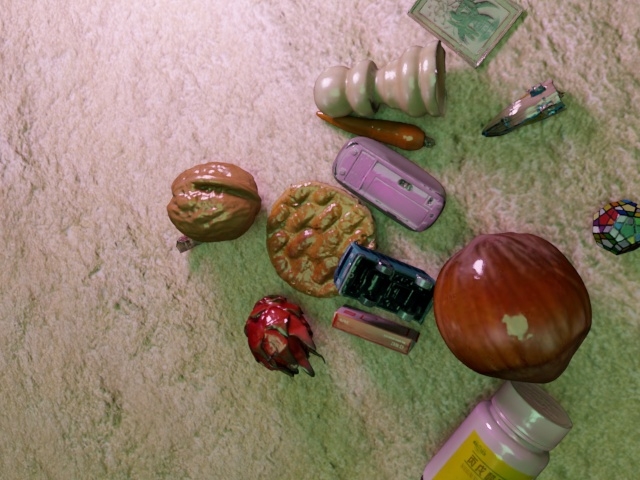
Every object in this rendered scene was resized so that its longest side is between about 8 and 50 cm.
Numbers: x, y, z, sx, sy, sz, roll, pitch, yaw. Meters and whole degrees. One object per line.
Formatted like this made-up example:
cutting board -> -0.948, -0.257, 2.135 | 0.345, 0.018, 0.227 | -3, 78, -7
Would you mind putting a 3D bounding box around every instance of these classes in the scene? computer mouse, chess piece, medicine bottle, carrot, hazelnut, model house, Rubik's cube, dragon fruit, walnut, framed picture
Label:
computer mouse -> 0.179, -0.147, 1.433 | 0.310, 0.072, 0.158 | 33, 114, 3
chess piece -> 0.141, -0.386, 1.364 | 0.331, 0.182, 0.182 | 0, 99, 22
medicine bottle -> 0.448, 0.547, 1.405 | 0.214, 0.213, 0.378 | 35, 107, 8
carrot -> 0.138, -0.292, 1.430 | 0.336, 0.069, 0.069 | 17, 104, 16
hazelnut -> 0.452, 0.157, 1.288 | 0.373, 0.315, 0.372 | 0, 87, -6
model house -> -0.391, -0.006, 1.637 | 0.083, 0.057, 0.058 | -24, 97, 20
Rubik's cube -> 0.707, -0.031, 1.281 | 0.112, 0.133, 0.133 | -8, 98, 44
dragon fruit -> -0.106, 0.274, 1.523 | 0.274, 0.193, 0.192 | 60, 154, 22
walnut -> -0.286, -0.104, 1.507 | 0.257, 0.257, 0.224 | -5, 61, 17
framed picture -> 0.352, -0.563, 1.347 | 0.231, 0.010, 0.173 | 40, 107, 6

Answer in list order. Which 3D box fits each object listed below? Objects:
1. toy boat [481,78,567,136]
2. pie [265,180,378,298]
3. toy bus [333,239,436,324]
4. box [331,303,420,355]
toy boat -> 0.488, -0.311, 1.328 | 0.210, 0.066, 0.084 | -28, 79, 30
pie -> 0.000, 0.000, 1.514 | 0.340, 0.083, 0.339 | 2, 100, 13
toy bus -> 0.163, 0.106, 1.401 | 0.256, 0.147, 0.128 | 22, 103, -21
box -> 0.152, 0.242, 1.487 | 0.230, 0.123, 0.050 | 19, 100, 13
